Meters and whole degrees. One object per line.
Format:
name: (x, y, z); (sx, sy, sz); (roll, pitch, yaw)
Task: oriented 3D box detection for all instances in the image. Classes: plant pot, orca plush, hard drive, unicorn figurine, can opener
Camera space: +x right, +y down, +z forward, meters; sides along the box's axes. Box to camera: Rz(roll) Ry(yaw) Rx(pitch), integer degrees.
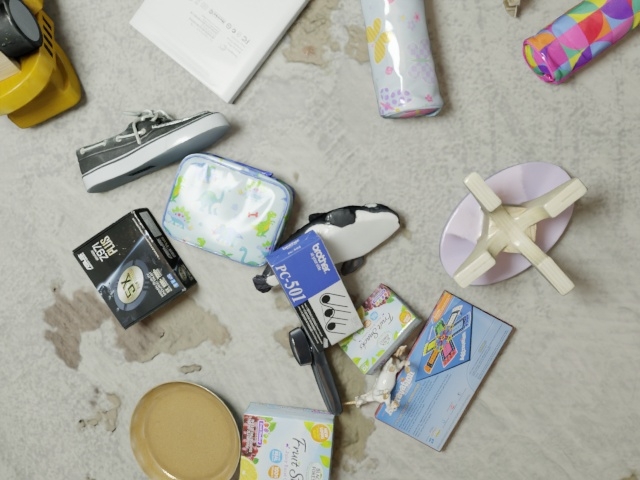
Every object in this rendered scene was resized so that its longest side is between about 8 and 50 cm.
plant pot: (-0.263, 0.386, 1.223); (0.236, 0.032, 0.236); (2, 97, 13)
orca plush: (0.000, 0.000, 1.155); (0.287, 0.102, 0.151); (-37, 132, 8)
hard drive: (-0.148, -0.460, 1.119); (0.233, 0.047, 0.353); (39, 99, -1)
unicorn figurine: (0.117, 0.271, 1.167); (0.060, 0.111, 0.162); (40, 79, -9)
can opener: (-0.002, 0.245, 1.185); (0.073, 0.059, 0.186); (-23, 93, -10)

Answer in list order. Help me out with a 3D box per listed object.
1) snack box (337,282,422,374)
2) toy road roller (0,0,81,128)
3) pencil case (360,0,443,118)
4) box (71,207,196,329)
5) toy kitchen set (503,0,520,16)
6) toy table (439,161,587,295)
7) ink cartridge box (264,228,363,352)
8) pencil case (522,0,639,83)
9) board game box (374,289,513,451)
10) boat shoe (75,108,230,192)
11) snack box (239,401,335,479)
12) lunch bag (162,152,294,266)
snack box: (0.105, 0.165, 1.155); (0.141, 0.037, 0.100); (-50, 56, 8)
toy road roller: (-0.564, -0.356, 1.115); (0.202, 0.240, 0.330); (-22, 57, 7)
pencil case: (0.140, -0.348, 1.078); (0.124, 0.113, 0.273); (-13, 97, -38)
box: (-0.351, 0.051, 1.181); (0.147, 0.077, 0.180); (-32, 94, 8)
toy kitchen set: (0.303, -0.425, 1.080); (0.075, 0.083, 0.068); (-4, 138, 5)
toy table: (0.331, -0.023, 1.077); (0.252, 0.161, 0.274); (37, 99, 0)
ink cartridge box: (-0.008, 0.092, 1.092); (0.097, 0.046, 0.207); (-30, 119, -8)
pencil case: (0.466, -0.363, 1.057); (0.236, 0.104, 0.104); (-32, 93, 9)
board game box: (0.232, 0.250, 1.184); (0.145, 0.027, 0.281); (28, 98, -1)
boat shoe: (-0.313, -0.186, 1.135); (0.306, 0.113, 0.105); (-20, 89, 22)
snack box: (-0.065, 0.431, 1.208); (0.174, 0.070, 0.207); (6, 98, 5)
lunch bag: (-0.166, -0.060, 1.147); (0.219, 0.090, 0.176); (20, 99, 2)
